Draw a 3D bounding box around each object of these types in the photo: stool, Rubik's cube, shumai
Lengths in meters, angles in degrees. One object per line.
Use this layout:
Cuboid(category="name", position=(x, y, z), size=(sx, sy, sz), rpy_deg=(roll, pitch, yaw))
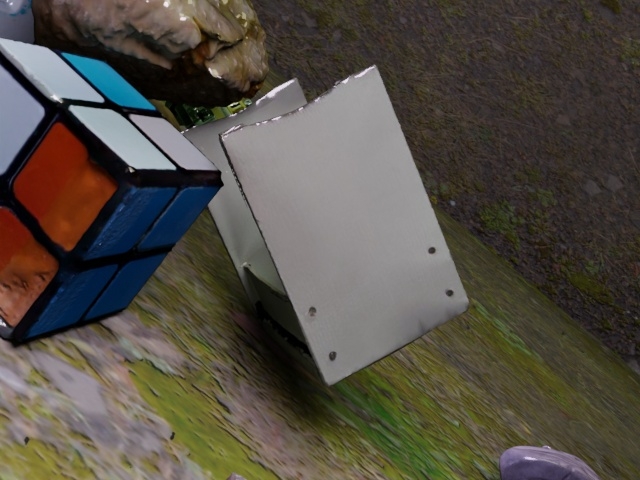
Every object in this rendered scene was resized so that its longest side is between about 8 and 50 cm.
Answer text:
Cuboid(category="stool", position=(-0.009, -0.023, 0.829), size=(0.270, 0.170, 0.243), rpy_deg=(66, -15, -14))
Cuboid(category="Rubik's cube", position=(-0.222, -0.045, 0.671), size=(0.180, 0.183, 0.167), rpy_deg=(41, 13, 10))
Cuboid(category="shumai", position=(-0.162, -0.299, 0.842), size=(0.217, 0.283, 0.346), rpy_deg=(5, -5, 17))

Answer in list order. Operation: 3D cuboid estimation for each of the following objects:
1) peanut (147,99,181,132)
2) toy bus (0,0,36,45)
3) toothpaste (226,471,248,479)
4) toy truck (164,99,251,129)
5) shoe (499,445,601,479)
Cuboid(category="peanut", position=(-0.253, -0.153, 1.039), size=(0.140, 0.109, 0.159), rpy_deg=(52, 14, -14))
Cuboid(category="toy bus", position=(-0.421, -0.271, 0.838), size=(0.232, 0.194, 0.287), rpy_deg=(34, 10, 17))
Cuboid(category="toothpaste", position=(0.048, 0.279, 0.650), size=(0.282, 0.069, 0.099), rpy_deg=(25, -11, -17))
Cuboid(category="toy truck", position=(-0.117, -0.136, 1.173), size=(0.128, 0.135, 0.259), rpy_deg=(56, 3, 41))
Cuboid(category="shoe", position=(0.328, 0.334, 1.102), size=(0.245, 0.095, 0.138), rpy_deg=(37, 11, -26))
